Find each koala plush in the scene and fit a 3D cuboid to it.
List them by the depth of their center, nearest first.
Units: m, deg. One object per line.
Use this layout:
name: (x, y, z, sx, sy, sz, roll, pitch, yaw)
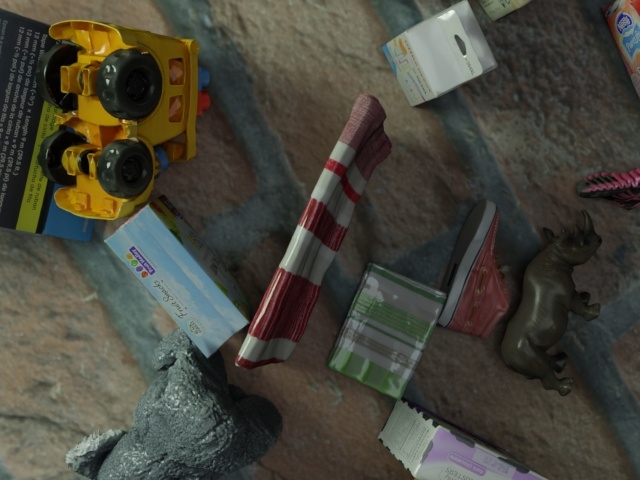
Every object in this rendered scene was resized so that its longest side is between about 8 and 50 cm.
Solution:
koala plush: (-0.185, 0.250, 1.239, 0.221, 0.203, 0.196, -41, 97, 7)

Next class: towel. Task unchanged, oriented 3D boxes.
towel: (0.000, 0.000, 1.222, 0.037, 0.237, 0.329, 25, 88, 8)
towel: (0.084, 0.116, 1.327, 0.113, 0.023, 0.152, 23, 88, 15)

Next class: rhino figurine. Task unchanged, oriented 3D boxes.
rhino figurine: (0.311, 0.074, 1.355, 0.106, 0.073, 0.243, 20, 88, -12)

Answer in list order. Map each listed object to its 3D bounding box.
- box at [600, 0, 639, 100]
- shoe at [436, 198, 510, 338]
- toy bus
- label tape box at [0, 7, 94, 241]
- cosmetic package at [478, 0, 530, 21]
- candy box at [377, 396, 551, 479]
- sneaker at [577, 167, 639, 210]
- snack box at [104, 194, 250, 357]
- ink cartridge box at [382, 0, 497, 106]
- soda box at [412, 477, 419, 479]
box: (0.547, -0.312, 1.340, 0.299, 0.142, 0.154, -25, 96, -7)
shoe: (0.214, 0.040, 1.346, 0.081, 0.063, 0.178, 20, 94, -10)
toy bus: (-0.213, -0.145, 1.221, 0.211, 0.149, 0.220, -11, 108, -50)
label tape box: (-0.415, -0.148, 1.196, 0.347, 0.115, 0.249, 12, 90, -46)
cosmetic package: (0.204, -0.453, 1.299, 0.160, 0.113, 0.309, -40, 98, -5)
candy box: (0.176, 0.275, 1.279, 0.164, 0.196, 0.070, 28, 87, -9)
sneaker: (0.405, -0.063, 1.382, 0.119, 0.047, 0.057, -7, 120, 0)
snack box: (-0.161, 0.036, 1.211, 0.070, 0.207, 0.174, -40, 96, 2)
ink cartridge box: (0.149, -0.232, 1.282, 0.089, 0.143, 0.092, -28, 96, -7)
soda box: (0.183, 0.356, 1.254, 0.181, 0.061, 0.058, 27, 76, 9)
